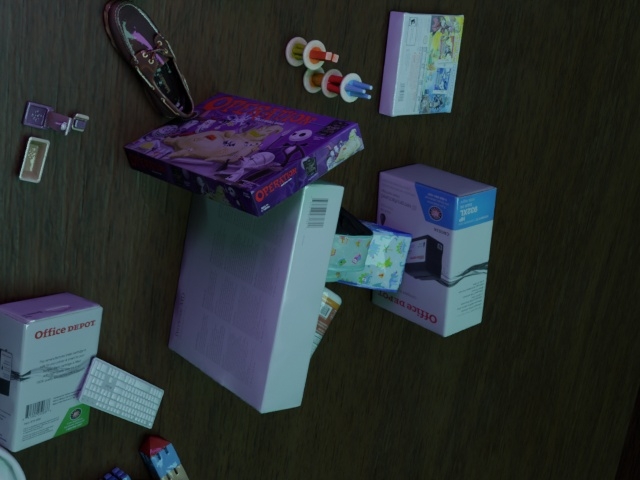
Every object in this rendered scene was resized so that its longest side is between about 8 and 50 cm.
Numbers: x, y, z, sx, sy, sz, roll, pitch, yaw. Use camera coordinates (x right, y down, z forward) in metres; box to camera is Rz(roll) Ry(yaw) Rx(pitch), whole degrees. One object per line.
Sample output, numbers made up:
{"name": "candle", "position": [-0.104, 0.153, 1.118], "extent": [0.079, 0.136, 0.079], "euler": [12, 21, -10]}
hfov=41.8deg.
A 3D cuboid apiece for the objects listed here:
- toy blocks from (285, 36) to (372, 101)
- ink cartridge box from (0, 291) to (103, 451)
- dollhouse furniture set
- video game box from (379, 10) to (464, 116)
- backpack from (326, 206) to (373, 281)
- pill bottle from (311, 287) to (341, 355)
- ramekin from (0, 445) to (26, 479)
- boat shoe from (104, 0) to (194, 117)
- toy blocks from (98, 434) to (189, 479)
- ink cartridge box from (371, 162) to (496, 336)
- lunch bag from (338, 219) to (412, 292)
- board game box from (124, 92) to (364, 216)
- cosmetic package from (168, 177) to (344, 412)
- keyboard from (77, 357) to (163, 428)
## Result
{"name": "toy blocks", "position": [0.019, -0.301, 1.490], "extent": [0.054, 0.148, 0.123], "euler": [-52, 135, -15]}
{"name": "ink cartridge box", "position": [-0.428, 0.196, 1.291], "extent": [0.153, 0.086, 0.208], "euler": [-9, 114, -58]}
{"name": "dollhouse furniture set", "position": [-0.382, -0.132, 1.223], "extent": [0.091, 0.081, 0.114], "euler": [10, 100, -45]}
{"name": "video game box", "position": [0.208, -0.362, 1.718], "extent": [0.187, 0.048, 0.205], "euler": [-9, 113, -39]}
{"name": "backpack", "position": [0.000, 0.000, 1.568], "extent": [0.166, 0.188, 0.144], "euler": [3, 104, -45]}
{"name": "pill bottle", "position": [-0.060, 0.178, 1.634], "extent": [0.121, 0.121, 0.216], "euler": [37, 81, -45]}
{"name": "ramekin", "position": [-0.579, 0.386, 1.218], "extent": [0.273, 0.127, 0.273], "euler": [-18, 118, -37]}
{"name": "boat shoe", "position": [-0.256, -0.279, 1.292], "extent": [0.073, 0.073, 0.207], "euler": [-45, 131, -19]}
{"name": "toy blocks", "position": [-0.341, 0.532, 1.497], "extent": [0.381, 0.190, 0.261], "euler": [-34, 116, -30]}
{"name": "ink cartridge box", "position": [0.233, 0.016, 1.772], "extent": [0.129, 0.223, 0.308], "euler": [-16, 117, -39]}
{"name": "lunch bag", "position": [0.101, 0.030, 1.711], "extent": [0.151, 0.096, 0.129], "euler": [13, 100, -6]}
{"name": "board game box", "position": [-0.126, -0.142, 1.274], "extent": [0.208, 0.346, 0.056], "euler": [-32, 124, -31]}
{"name": "cosmetic package", "position": [-0.119, 0.055, 1.408], "extent": [0.097, 0.284, 0.377], "euler": [-2, 108, -45]}
{"name": "keyboard", "position": [-0.331, 0.261, 1.415], "extent": [0.072, 0.014, 0.256], "euler": [-68, 158, -15]}
